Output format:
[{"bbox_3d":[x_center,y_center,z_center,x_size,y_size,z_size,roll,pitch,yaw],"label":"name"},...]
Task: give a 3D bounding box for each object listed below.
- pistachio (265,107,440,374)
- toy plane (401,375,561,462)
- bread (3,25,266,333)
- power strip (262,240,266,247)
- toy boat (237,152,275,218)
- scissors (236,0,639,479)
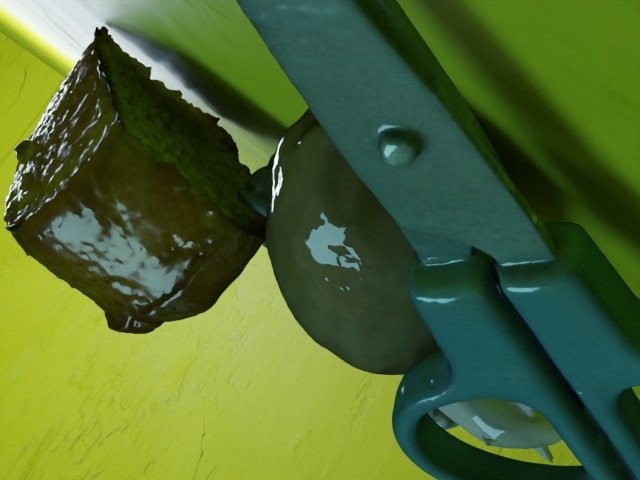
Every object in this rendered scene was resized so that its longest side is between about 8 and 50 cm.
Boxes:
[{"bbox_3d":[0.032,-0.003,0.531,0.126,0.108,0.185,21,162,29],"label":"pistachio"},{"bbox_3d":[0.150,0.122,1.164,0.245,0.117,0.245,46,166,15],"label":"toy plane"},{"bbox_3d":[-0.175,-0.037,1.044,0.194,0.179,0.340,39,-169,-27],"label":"bread"},{"bbox_3d":[0.000,0.000,1.222,0.154,0.078,0.154,33,178,1],"label":"power strip"},{"bbox_3d":[0.063,0.025,0.889,0.283,0.078,0.127,34,176,27],"label":"toy boat"},{"bbox_3d":[0.046,-0.012,0.404,0.192,0.029,0.447,-9,140,30],"label":"scissors"}]
